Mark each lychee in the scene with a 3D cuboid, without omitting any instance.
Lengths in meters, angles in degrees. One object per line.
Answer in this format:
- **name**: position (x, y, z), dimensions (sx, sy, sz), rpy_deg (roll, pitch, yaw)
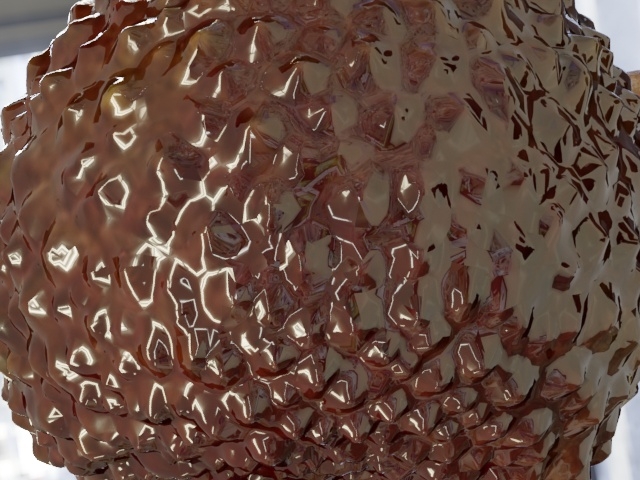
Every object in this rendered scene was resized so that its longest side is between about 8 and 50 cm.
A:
- **lychee**: position (0.000, 0.000, 0.795), dimensions (0.276, 0.275, 0.304), rpy_deg (109, 175, -70)

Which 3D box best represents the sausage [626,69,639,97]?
- **sausage**: position (0.215, -0.060, 1.264), dimensions (0.076, 0.302, 0.103), rpy_deg (-130, 41, -56)
